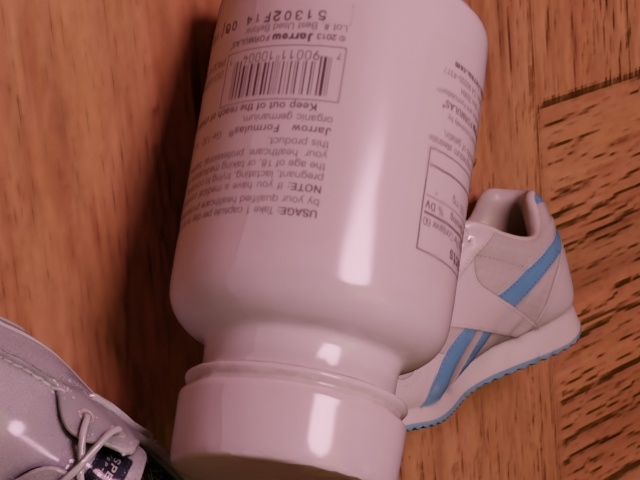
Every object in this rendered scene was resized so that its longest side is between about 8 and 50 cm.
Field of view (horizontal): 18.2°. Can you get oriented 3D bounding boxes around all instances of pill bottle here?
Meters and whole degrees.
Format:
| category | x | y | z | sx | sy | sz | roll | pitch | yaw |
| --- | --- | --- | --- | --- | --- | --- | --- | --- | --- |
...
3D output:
| category | x | y | z | sx | sy | sz | roll | pitch | yaw |
| --- | --- | --- | --- | --- | --- | --- | --- | --- | --- |
| pill bottle | 0.000 | 0.000 | 0.918 | 0.131 | 0.131 | 0.229 | 27 | 65 | -44 |

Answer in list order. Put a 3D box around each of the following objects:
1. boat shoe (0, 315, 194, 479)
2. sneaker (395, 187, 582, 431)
| category | x | y | z | sx | sy | sz | roll | pitch | yaw |
| --- | --- | --- | --- | --- | --- | --- | --- | --- | --- |
| boat shoe | -0.108 | 0.100 | 0.897 | 0.227 | 0.081 | 0.079 | 44 | 67 | -41 |
| sneaker | 0.048 | 0.040 | 1.048 | 0.228 | 0.087 | 0.092 | -26 | 109 | -47 |
